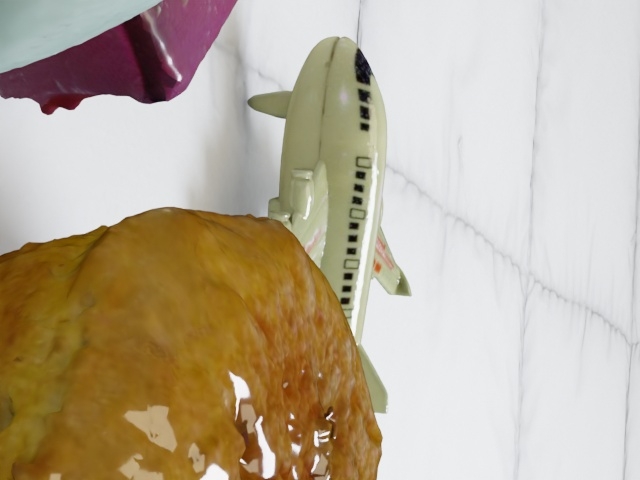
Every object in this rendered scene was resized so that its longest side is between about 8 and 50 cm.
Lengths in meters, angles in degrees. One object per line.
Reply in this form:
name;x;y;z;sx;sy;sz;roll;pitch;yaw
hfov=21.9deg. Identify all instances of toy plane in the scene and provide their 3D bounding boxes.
toy plane;0.000;0.000;1.002;0.229;0.092;0.244;-20;108;-64

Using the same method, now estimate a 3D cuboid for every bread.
bread;-0.078;0.134;0.709;0.312;0.172;0.312;-2;90;-67

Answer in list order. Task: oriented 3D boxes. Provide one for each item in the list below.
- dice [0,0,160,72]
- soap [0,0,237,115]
dice;-0.135;-0.214;0.446;0.265;0.262;0.268;68;32;-42
soap;-0.092;-0.197;0.777;0.162;0.099;0.250;63;34;-36
